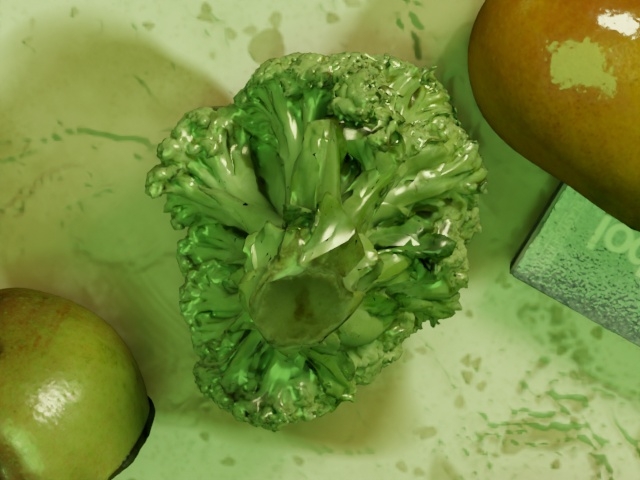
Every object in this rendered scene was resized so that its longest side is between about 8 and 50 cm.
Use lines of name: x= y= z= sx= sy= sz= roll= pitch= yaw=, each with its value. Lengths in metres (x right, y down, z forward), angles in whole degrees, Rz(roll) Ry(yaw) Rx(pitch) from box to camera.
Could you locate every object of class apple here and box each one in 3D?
apple: x=-0.239 y=0.134 z=1.539 sx=0.207 sy=0.188 sz=0.174 roll=11 pitch=107 yaw=4

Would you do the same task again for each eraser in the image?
eraser: x=0.263 y=0.038 z=1.562 sx=0.212 sy=0.046 sz=0.092 roll=30 pitch=102 yaw=-4

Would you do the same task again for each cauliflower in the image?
cauliflower: x=0.000 y=0.000 z=1.466 sx=0.272 sy=0.250 sz=0.275 roll=-21 pitch=105 yaw=9

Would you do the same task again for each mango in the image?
mango: x=0.234 y=-0.118 z=1.488 sx=0.254 sy=0.139 sz=0.175 roll=32 pitch=106 yaw=-11
